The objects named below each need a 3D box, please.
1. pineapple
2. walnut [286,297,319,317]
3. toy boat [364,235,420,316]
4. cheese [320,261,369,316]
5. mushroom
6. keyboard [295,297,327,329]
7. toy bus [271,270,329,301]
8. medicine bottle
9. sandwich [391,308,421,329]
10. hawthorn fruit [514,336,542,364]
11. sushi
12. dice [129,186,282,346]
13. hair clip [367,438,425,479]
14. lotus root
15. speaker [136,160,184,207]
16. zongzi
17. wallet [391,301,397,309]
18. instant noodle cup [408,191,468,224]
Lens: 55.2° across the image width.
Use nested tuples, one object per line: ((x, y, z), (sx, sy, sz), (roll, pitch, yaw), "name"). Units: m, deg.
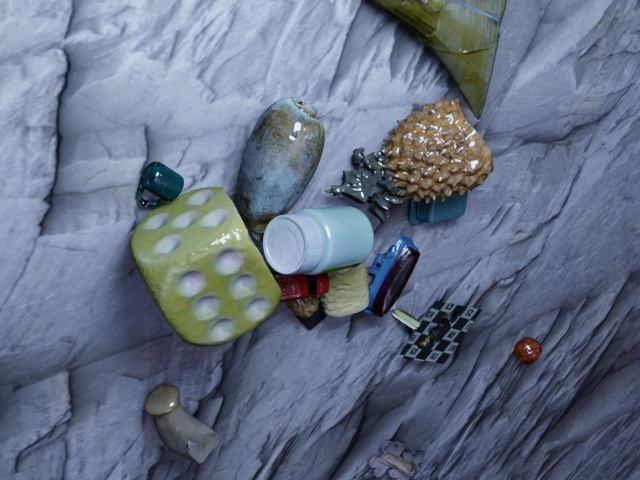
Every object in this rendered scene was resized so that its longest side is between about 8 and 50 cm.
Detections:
((0.187, -0.157, 1.371), (0.357, 0.223, 0.223), (-26, 128, 9), "pineapple")
((-0.044, 0.141, 1.481), (0.079, 0.082, 0.096), (-53, 132, -29), "walnut")
((0.166, 0.089, 1.551), (0.100, 0.097, 0.223), (11, 111, -48), "toy boat")
((0.056, 0.092, 1.483), (0.123, 0.094, 0.167), (-18, 117, -24), "cheese")
((-0.341, 0.456, 1.488), (0.108, 0.096, 0.247), (-18, 125, 13), "mushroom")
((0.026, 0.145, 1.559), (0.196, 0.015, 0.074), (-43, 124, -1), "keyboard")
((-0.077, 0.102, 1.394), (0.195, 0.089, 0.081), (-10, 89, -2), "toy bus")
((0.000, 0.000, 1.292), (0.225, 0.139, 0.139), (-7, 122, -51), "medicine bottle")
((0.237, 0.216, 1.697), (0.031, 0.083, 0.044), (-57, 171, 4), "sandwich")
((0.678, 0.357, 1.987), (0.093, 0.093, 0.093), (-13, 122, -22), "hawthorn fruit")
((0.333, 0.252, 1.760), (0.192, 0.050, 0.215), (14, 117, -33), "sushi")
((-0.229, 0.053, 1.231), (0.227, 0.233, 0.238), (-31, 126, -9), "dice")
((0.250, 0.720, 1.974), (0.257, 0.075, 0.146), (37, 94, -31), "hair clip")
((-0.101, -0.138, 1.244), (0.140, 0.158, 0.322), (11, 120, -30), "lotus root")
((-0.322, -0.109, 1.210), (0.094, 0.060, 0.075), (-26, 136, 32), "speaker")
((0.231, -0.420, 1.247), (0.323, 0.160, 0.360), (-7, 113, -21), "zongzi")
((0.192, 0.154, 1.654), (0.044, 0.011, 0.083), (-2, 118, -27), "wallet")
((0.305, -0.121, 1.525), (0.157, 0.070, 0.179), (-13, 121, -24), "instant noodle cup")
